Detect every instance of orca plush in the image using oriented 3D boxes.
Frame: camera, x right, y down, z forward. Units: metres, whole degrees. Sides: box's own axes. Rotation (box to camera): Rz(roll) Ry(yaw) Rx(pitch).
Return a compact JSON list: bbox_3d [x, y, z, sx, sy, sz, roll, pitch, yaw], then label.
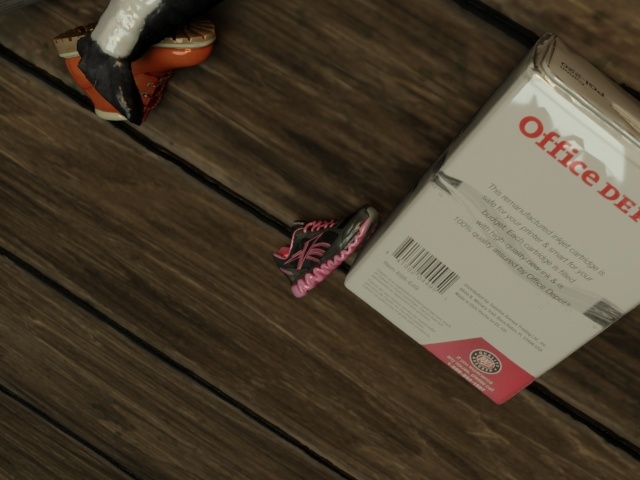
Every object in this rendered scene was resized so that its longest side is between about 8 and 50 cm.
[{"bbox_3d":[-0.043,-0.193,0.440,0.102,0.151,0.287,24,108,-39],"label":"orca plush"}]

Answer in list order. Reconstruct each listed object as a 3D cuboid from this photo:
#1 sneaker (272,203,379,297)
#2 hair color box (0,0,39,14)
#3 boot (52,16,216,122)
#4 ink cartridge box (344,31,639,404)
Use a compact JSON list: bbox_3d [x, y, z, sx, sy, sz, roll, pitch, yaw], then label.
[{"bbox_3d":[0.000,0.000,0.579,0.057,0.047,0.119,51,125,4],"label":"sneaker"},{"bbox_3d":[-0.202,-0.258,0.358,0.113,0.185,0.374,54,142,-7],"label":"hair color box"},{"bbox_3d":[-0.143,-0.140,0.551,0.158,0.059,0.085,4,124,32],"label":"boot"},{"bbox_3d":[0.145,-0.008,0.474,0.158,0.092,0.218,38,129,-1],"label":"ink cartridge box"}]
